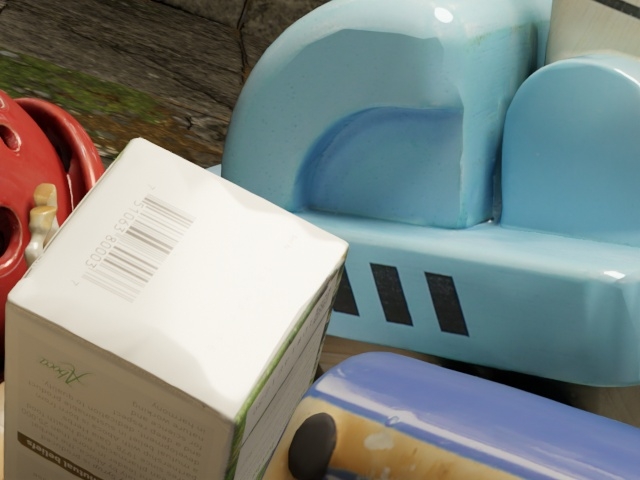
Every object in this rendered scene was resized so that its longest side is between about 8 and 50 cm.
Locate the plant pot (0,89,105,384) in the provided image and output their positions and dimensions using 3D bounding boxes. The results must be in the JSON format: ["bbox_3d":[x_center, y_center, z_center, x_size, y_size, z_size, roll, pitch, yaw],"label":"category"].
[{"bbox_3d":[-0.221,-0.007,0.923,0.174,0.191,0.191,14,14,-45],"label":"plant pot"}]

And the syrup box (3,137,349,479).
[{"bbox_3d":[-0.066,0.082,0.675,0.096,0.237,0.093,27,52,9],"label":"syrup box"}]

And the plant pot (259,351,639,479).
[{"bbox_3d":[0.080,0.163,0.436,0.212,0.236,0.236,29,-8,-34],"label":"plant pot"}]

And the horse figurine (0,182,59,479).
[{"bbox_3d":[-0.152,0.081,0.800,0.066,0.175,0.263,0,16,19],"label":"horse figurine"}]

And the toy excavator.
[{"bbox_3d":[0.113,-0.072,0.768,0.432,0.445,0.222,8,18,32],"label":"toy excavator"}]
